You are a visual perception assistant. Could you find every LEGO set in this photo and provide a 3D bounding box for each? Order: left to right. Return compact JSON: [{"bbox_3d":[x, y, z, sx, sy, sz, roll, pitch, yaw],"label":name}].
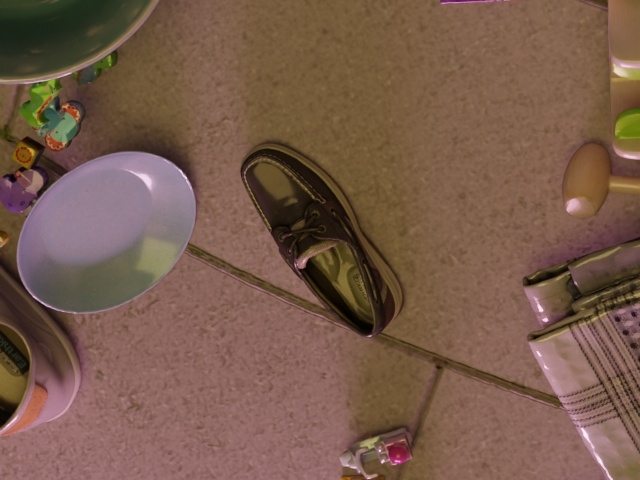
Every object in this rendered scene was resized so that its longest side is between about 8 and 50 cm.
[{"bbox_3d":[0.088,0.343,1.905,0.132,0.107,0.287,-25,101,18],"label":"LEGO set"}]

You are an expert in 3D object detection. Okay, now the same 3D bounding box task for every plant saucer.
[{"bbox_3d":[-0.219,-0.015,1.850,0.037,0.195,0.195,48,119,43],"label":"plant saucer"}]

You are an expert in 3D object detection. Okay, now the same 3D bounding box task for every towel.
[{"bbox_3d":[0.382,0.125,1.758,0.312,0.056,0.324,-20,110,23],"label":"towel"}]

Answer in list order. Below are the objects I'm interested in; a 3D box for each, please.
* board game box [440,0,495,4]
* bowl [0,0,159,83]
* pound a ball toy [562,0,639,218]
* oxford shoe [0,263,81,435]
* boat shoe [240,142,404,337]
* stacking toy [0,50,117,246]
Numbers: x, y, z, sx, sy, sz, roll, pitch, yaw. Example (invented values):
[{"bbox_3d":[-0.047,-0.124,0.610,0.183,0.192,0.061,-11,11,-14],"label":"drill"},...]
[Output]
[{"bbox_3d":[0.247,-0.298,1.650,0.275,0.142,0.144,-2,107,13],"label":"board game box"},{"bbox_3d":[-0.288,-0.306,1.722,0.312,0.163,0.311,-1,99,-9],"label":"bowl"},{"bbox_3d":[0.379,-0.137,1.698,0.319,0.135,0.208,-2,137,9],"label":"pound a ball toy"},{"bbox_3d":[-0.434,0.034,1.900,0.449,0.130,0.169,44,113,-5],"label":"oxford shoe"},{"bbox_3d":[0.000,0.001,1.833,0.080,0.073,0.223,-35,98,19],"label":"boat shoe"},{"bbox_3d":[-0.272,-0.084,1.813,0.052,0.167,0.221,31,110,1],"label":"stacking toy"}]
